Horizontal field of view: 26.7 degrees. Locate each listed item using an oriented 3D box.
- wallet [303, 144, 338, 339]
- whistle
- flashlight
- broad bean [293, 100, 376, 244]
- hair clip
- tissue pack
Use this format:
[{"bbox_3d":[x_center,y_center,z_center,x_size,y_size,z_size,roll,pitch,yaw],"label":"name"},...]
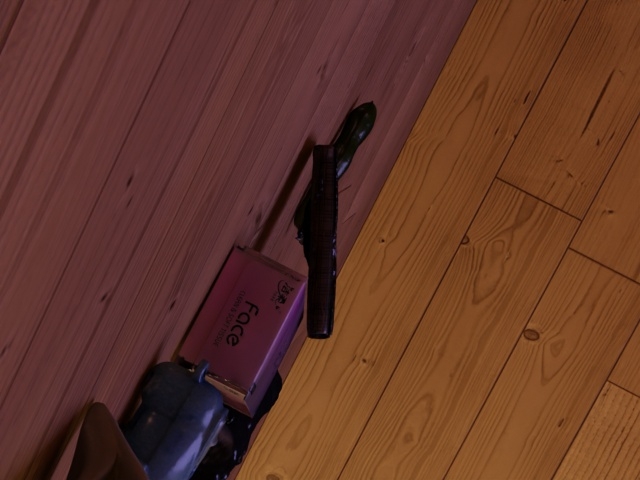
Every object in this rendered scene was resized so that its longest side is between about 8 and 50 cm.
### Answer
[{"bbox_3d":[0.000,0.000,1.637,0.124,0.042,0.230,-142,-129,-86],"label":"wallet"},{"bbox_3d":[-0.176,0.229,1.319,0.269,0.093,0.180,-57,176,10],"label":"whistle"},{"bbox_3d":[-0.126,0.236,1.868,0.103,0.103,0.424,-63,177,9],"label":"flashlight"},{"bbox_3d":[0.019,-0.099,1.861,0.227,0.039,0.069,-61,169,-6],"label":"broad bean"},{"bbox_3d":[-0.191,0.245,0.980,0.173,0.113,0.282,-63,176,10],"label":"hair clip"},{"bbox_3d":[-0.085,0.108,1.530,0.149,0.092,0.246,-63,175,-11],"label":"tissue pack"}]
